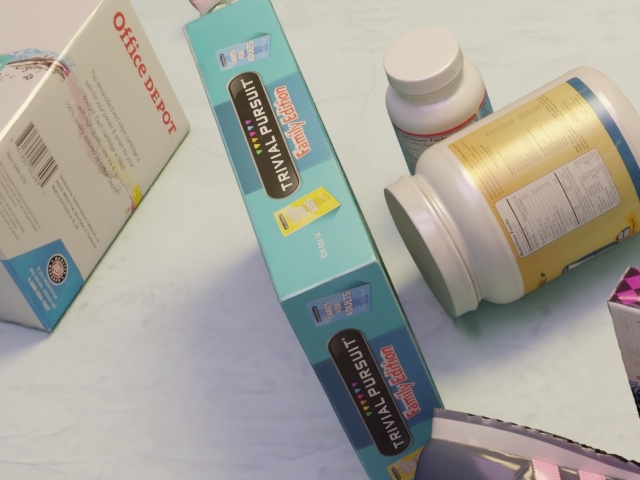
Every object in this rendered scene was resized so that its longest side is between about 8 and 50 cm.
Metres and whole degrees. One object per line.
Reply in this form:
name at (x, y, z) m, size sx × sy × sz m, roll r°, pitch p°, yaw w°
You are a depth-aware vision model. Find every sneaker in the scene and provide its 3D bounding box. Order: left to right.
sneaker at (0.210, 0.219, 1.256) m, size 0.319 × 0.112 × 0.131 m, roll 16°, pitch 85°, yaw 28°

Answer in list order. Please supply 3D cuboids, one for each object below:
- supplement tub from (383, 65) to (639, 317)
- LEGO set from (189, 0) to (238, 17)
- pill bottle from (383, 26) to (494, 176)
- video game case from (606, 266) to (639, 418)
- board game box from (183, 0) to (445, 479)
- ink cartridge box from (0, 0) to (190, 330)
supplement tub at (0.167, -0.037, 1.461) m, size 0.200 × 0.144 × 0.144 m, roll -29°, pitch 44°, yaw -4°
LEGO set at (-0.166, -0.343, 1.914) m, size 0.132 × 0.107 × 0.287 m, roll -41°, pitch 47°, yaw -17°
pill bottle at (0.106, -0.104, 1.538) m, size 0.087 × 0.160 × 0.087 m, roll -12°, pitch 45°, yaw 12°
video game case at (0.321, 0.120, 1.203) m, size 0.232 × 0.210 × 0.042 m, roll 14°, pitch 55°, yaw 33°
board game box at (0.000, 0.000, 1.419) m, size 0.079 × 0.254 × 0.336 m, roll -23°, pitch 44°, yaw 2°
ink cartridge box at (-0.292, -0.093, 1.669) m, size 0.197 × 0.198 × 0.270 m, roll 11°, pitch 53°, yaw 31°
